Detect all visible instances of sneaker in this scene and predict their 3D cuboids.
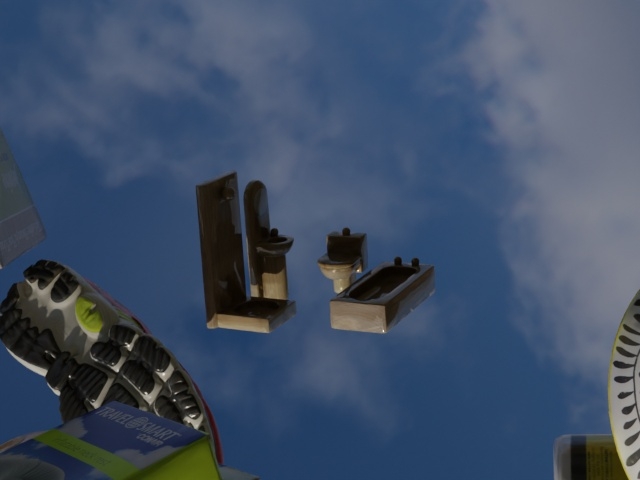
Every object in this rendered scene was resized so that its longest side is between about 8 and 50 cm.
[{"bbox_3d":[-0.143,0.110,0.976,0.279,0.107,0.118,45,-171,39],"label":"sneaker"}]

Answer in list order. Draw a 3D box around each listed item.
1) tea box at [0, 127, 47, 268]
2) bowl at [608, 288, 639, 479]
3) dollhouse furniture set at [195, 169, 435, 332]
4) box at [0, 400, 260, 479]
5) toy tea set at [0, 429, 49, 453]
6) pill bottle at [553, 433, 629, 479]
[{"bbox_3d":[-0.466,-0.073,1.080,0.329,0.220,0.324,-21,-83,0],"label":"tea box"},{"bbox_3d":[0.242,0.080,0.641,0.170,0.080,0.170,3,-99,-23],"label":"bowl"},{"bbox_3d":[0.000,0.000,1.050,0.144,0.151,0.123,-32,-58,-59],"label":"dollhouse furniture set"},{"bbox_3d":[-0.134,0.135,0.635,0.178,0.109,0.042,-24,-72,-33],"label":"box"},{"bbox_3d":[-0.340,0.293,1.050,0.124,0.200,0.336,65,-154,-9],"label":"toy tea set"},{"bbox_3d":[0.297,0.216,1.009,0.208,0.119,0.119,-2,-122,11],"label":"pill bottle"}]
